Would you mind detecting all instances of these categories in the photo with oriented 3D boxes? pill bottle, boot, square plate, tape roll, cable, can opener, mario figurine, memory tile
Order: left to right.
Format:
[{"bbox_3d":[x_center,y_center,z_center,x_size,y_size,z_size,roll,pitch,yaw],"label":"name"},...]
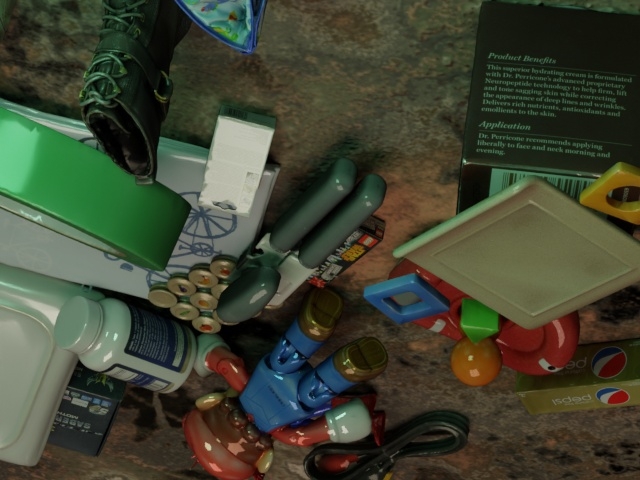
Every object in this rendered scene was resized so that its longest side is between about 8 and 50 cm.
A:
[{"bbox_3d":[-0.492,0.146,2.209,0.344,0.049,0.347,19,127,-11],"label":"square plate"},{"bbox_3d":[-0.291,-0.065,1.720,0.321,0.077,0.321,23,175,2],"label":"tape roll"},{"bbox_3d":[-0.247,0.126,2.131,0.094,0.094,0.169,-23,145,39],"label":"pill bottle"},{"bbox_3d":[-0.175,-0.205,1.546,0.091,0.229,0.263,-2,143,19],"label":"boot"},{"bbox_3d":[-0.127,0.068,2.049,0.148,0.012,0.113,-23,133,38],"label":"memory tile"},{"bbox_3d":[-0.051,0.181,2.153,0.170,0.198,0.320,11,140,-40],"label":"mario figurine"},{"bbox_3d":[-0.021,0.010,1.894,0.074,0.093,0.280,28,137,-16],"label":"can opener"},{"bbox_3d":[0.085,0.289,2.358,0.139,0.072,0.287,39,127,-9],"label":"cable"}]

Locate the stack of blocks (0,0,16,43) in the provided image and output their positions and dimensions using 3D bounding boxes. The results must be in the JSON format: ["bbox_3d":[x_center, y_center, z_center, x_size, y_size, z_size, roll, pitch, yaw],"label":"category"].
[{"bbox_3d":[-0.464,-0.244,1.696,0.297,0.087,0.171,3,145,11],"label":"stack of blocks"}]

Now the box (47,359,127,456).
[{"bbox_3d":[-0.396,0.210,2.348,0.232,0.059,0.183,18,145,-9],"label":"box"}]

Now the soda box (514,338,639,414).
[{"bbox_3d":[0.333,0.168,2.083,0.181,0.061,0.058,-9,141,27],"label":"soda box"}]

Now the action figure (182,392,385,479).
[{"bbox_3d":[-0.064,0.274,2.287,0.280,0.139,0.091,0,144,20],"label":"action figure"}]

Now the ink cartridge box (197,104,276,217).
[{"bbox_3d":[-0.091,-0.085,1.832,0.063,0.029,0.115,14,121,-5],"label":"ink cartridge box"}]

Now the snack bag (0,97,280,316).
[{"bbox_3d":[-0.240,-0.033,1.981,0.342,0.037,0.323,13,145,-4],"label":"snack bag"}]

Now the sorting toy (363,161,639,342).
[{"bbox_3d":[0.195,0.004,1.548,0.196,0.047,0.347,26,144,-29],"label":"sorting toy"}]

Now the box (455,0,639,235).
[{"bbox_3d":[0.222,-0.094,1.617,0.168,0.203,0.167,7,145,7],"label":"box"}]

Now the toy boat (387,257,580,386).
[{"bbox_3d":[0.186,0.100,1.949,0.231,0.151,0.151,23,144,-16],"label":"toy boat"}]

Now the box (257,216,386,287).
[{"bbox_3d":[0.000,0.000,1.967,0.094,0.027,0.137,25,143,-20],"label":"box"}]

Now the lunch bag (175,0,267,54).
[{"bbox_3d":[-0.083,-0.262,1.529,0.096,0.129,0.151,-5,142,23],"label":"lunch bag"}]
